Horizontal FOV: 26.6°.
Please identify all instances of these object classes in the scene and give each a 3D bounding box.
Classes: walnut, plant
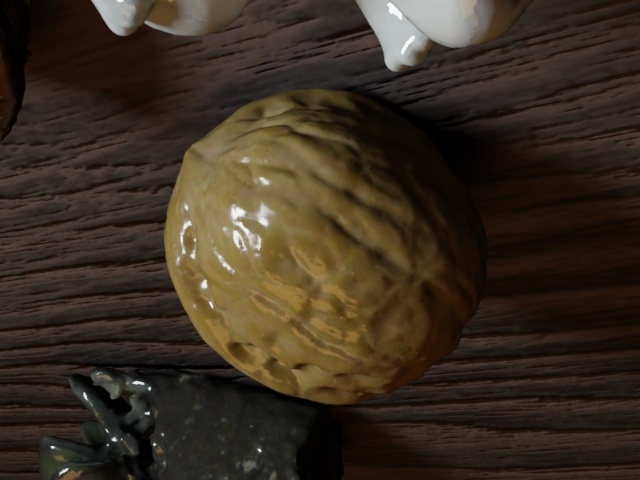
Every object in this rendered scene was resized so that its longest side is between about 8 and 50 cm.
[{"bbox_3d":[0.000,0.000,0.873,0.213,0.213,0.213,11,148,7],"label":"walnut"},{"bbox_3d":[-0.123,0.234,1.288,0.276,0.188,0.199,5,146,16],"label":"plant"}]

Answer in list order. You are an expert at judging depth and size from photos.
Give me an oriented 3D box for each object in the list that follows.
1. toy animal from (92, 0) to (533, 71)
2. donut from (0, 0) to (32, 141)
[{"bbox_3d":[0.037,-0.183,0.607,0.325,0.154,0.208,-22,114,17],"label":"toy animal"},{"bbox_3d":[-0.291,-0.153,0.841,0.230,0.096,0.216,2,144,21],"label":"donut"}]
